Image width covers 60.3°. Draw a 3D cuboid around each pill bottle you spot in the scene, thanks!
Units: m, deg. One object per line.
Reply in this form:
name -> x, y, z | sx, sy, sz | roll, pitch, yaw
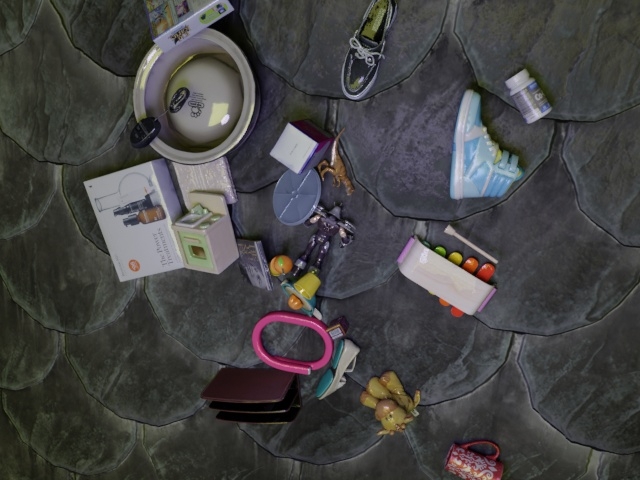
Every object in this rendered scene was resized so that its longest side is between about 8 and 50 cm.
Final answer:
pill bottle -> 0.579, -0.404, 1.538 | 0.078, 0.078, 0.137 | -32, 96, 20

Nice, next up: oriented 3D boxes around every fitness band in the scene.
fitness band -> -0.097, 0.356, 1.928 | 0.290, 0.054, 0.209 | 9, 107, 10

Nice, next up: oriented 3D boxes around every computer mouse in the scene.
computer mouse -> -0.474, -0.362, 1.642 | 0.242, 0.041, 0.071 | -39, 64, 10

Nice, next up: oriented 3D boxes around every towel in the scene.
towel -> -0.394, -0.244, 1.841 | 0.187, 0.049, 0.283 | -10, 102, 17

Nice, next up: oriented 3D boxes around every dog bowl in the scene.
dog bowl -> -0.362, -0.433, 1.698 | 0.407, 0.150, 0.409 | 1, 94, 15

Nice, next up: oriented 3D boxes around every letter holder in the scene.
letter holder -> -0.242, 0.567, 1.936 | 0.301, 0.214, 0.152 | -2, 104, 14

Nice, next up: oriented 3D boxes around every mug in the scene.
mug -> 0.522, 0.752, 1.871 | 0.169, 0.150, 0.113 | 21, 145, 12

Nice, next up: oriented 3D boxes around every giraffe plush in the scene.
giraffe plush -> 0.235, 0.566, 1.839 | 0.210, 0.170, 0.182 | 29, 109, 5

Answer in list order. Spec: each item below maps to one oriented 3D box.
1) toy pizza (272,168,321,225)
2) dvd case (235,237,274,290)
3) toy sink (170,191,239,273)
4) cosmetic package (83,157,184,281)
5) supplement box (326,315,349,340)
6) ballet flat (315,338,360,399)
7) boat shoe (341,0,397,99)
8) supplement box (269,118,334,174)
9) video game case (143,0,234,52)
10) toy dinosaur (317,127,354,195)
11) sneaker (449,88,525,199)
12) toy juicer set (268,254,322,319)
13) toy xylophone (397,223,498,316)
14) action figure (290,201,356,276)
toy pizza -> -0.072, -0.144, 1.756 | 0.201, 0.032, 0.202 | -12, 71, 37
dvd case -> -0.228, 0.075, 1.825 | 0.221, 0.018, 0.165 | 5, 112, 59
toy sink -> -0.385, -0.025, 1.809 | 0.152, 0.131, 0.234 | 9, 123, 28
cosmetic package -> -0.625, -0.067, 1.924 | 0.284, 0.097, 0.378 | -13, 101, 20
supplement box -> 0.059, 0.295, 1.856 | 0.054, 0.083, 0.043 | -28, 97, 19
ballet flat -> 0.066, 0.455, 1.906 | 0.086, 0.086, 0.249 | 27, 109, 6
boat shoe -> 0.138, -0.557, 1.592 | 0.113, 0.105, 0.306 | 29, 110, 5
supplement box -> -0.050, -0.285, 1.653 | 0.113, 0.220, 0.111 | 36, 110, 4
video game case -> -0.396, -0.711, 1.617 | 0.244, 0.061, 0.270 | -27, 58, 11
toy dinosaur -> 0.048, -0.240, 1.735 | 0.112, 0.064, 0.212 | -18, 110, 0
sneaker -> 0.485, -0.269, 1.578 | 0.208, 0.127, 0.319 | 6, 116, 14
toy juicer set -> -0.096, 0.160, 1.777 | 0.209, 0.329, 0.089 | 36, 70, 18
toy xylophone -> 0.410, 0.091, 1.714 | 0.322, 0.081, 0.236 | 39, 110, 1
action figure -> 0.000, 0.000, 1.789 | 0.185, 0.099, 0.285 | 31, 106, 12
